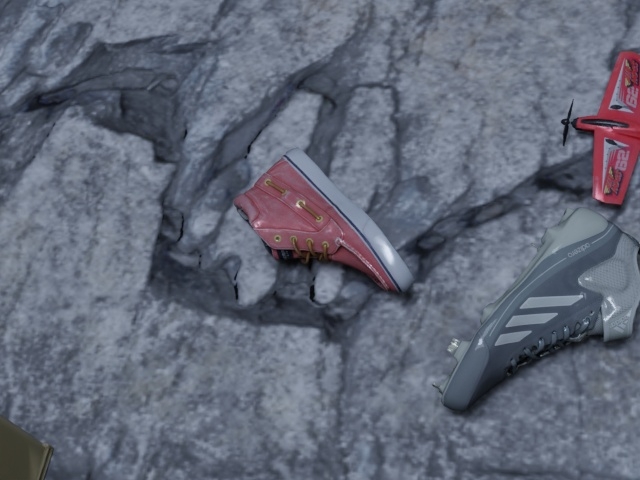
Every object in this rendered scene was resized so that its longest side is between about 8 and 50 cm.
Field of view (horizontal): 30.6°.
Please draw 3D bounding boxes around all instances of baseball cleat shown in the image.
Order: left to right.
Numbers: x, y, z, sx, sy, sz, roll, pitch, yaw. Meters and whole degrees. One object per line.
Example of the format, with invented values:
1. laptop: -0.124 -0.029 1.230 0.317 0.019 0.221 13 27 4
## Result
1. baseball cleat: 0.185 0.068 0.936 0.109 0.072 0.206 35 80 16

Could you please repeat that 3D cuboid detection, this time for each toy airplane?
1. toy airplane: 0.284 -0.093 1.012 0.151 0.028 0.151 -4 67 9

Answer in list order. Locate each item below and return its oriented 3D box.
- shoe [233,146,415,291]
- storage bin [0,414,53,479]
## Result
1. shoe: 0.000 0.000 1.010 0.081 0.063 0.178 -39 59 -6
2. storage bin: -0.332 0.228 0.859 0.123 0.262 0.260 9 68 12
